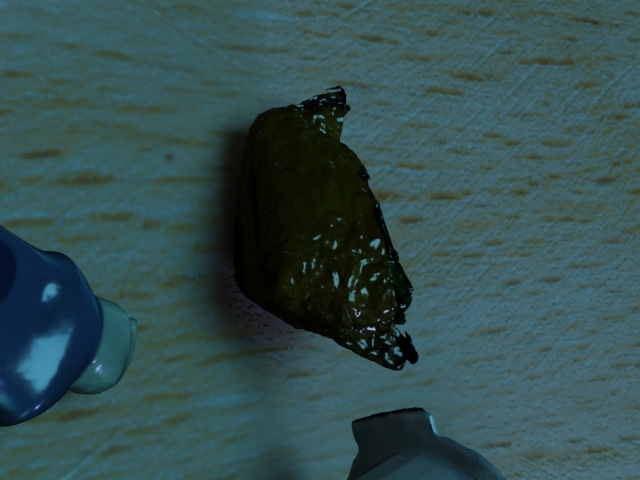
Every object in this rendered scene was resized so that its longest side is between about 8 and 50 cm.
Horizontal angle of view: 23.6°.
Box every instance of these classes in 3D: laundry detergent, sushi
[{"bbox_3d":[-0.241,0.046,1.045,0.290,0.094,0.143,24,55,-41],"label":"laundry detergent"},{"bbox_3d":[0.000,0.000,1.307,0.140,0.149,0.287,7,39,-20],"label":"sushi"}]

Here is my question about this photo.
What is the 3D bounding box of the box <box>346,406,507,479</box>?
[{"bbox_3d":[0.024,0.303,1.173,0.206,0.291,0.262,-19,49,-38],"label":"box"}]
